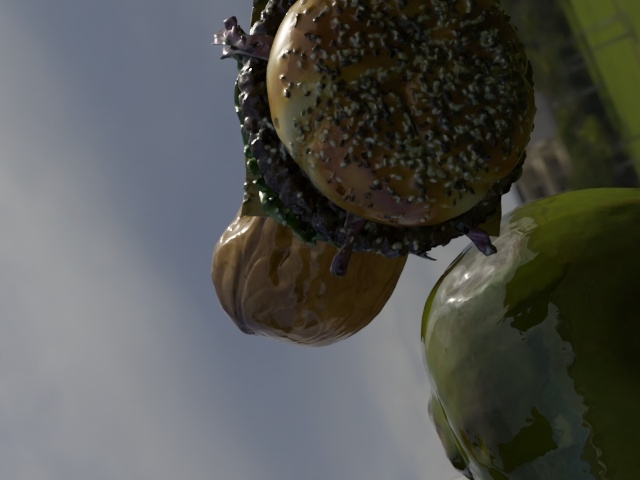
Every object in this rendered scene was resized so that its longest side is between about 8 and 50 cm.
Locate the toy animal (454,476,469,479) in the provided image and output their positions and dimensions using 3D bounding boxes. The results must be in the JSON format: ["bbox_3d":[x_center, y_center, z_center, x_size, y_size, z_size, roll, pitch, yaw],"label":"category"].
[{"bbox_3d":[0.241,0.227,1.441,0.196,0.368,0.241,49,143,18],"label":"toy animal"}]

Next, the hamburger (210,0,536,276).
[{"bbox_3d":[0.036,-0.080,0.826,0.093,0.164,0.189,142,119,-70],"label":"hamburger"}]

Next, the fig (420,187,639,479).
[{"bbox_3d":[0.165,0.059,0.953,0.207,0.230,0.207,38,-165,-12],"label":"fig"}]

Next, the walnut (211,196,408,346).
[{"bbox_3d":[0.000,0.000,1.282,0.180,0.144,0.144,-65,-23,-8],"label":"walnut"}]
